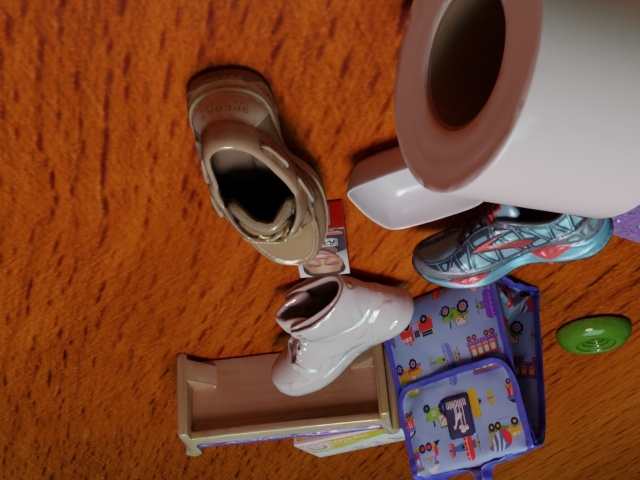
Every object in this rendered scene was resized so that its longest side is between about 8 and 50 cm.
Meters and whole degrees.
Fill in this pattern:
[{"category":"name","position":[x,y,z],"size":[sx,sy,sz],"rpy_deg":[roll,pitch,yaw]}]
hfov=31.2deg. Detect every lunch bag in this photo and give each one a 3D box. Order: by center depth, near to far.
[{"category":"lunch bag","position":[0.224,0.223,1.719],"size":[0.221,0.293,0.138],"rpy_deg":[-25,148,35]}]

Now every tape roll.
[{"category":"tape roll","position":[0.194,-0.149,1.008],"size":[0.169,0.246,0.246],"rpy_deg":[8,151,-23]}]

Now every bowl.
[{"category":"bowl","position":[0.114,-0.072,1.368],"size":[0.142,0.053,0.142],"rpy_deg":[-17,151,24]}]

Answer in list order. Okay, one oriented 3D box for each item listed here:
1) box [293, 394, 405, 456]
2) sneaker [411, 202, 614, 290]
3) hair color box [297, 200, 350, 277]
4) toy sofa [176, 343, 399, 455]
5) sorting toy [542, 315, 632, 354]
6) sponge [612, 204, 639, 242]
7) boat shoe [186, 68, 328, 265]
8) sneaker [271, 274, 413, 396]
[{"category":"box","position":[0.057,0.315,2.086],"size":[0.203,0.114,0.103],"rpy_deg":[-16,152,24]},{"category":"sneaker","position":[0.234,-0.026,1.469],"size":[0.262,0.104,0.125],"rpy_deg":[-17,135,15]},{"category":"hair color box","position":[0.000,0.000,1.508],"size":[0.072,0.043,0.141],"rpy_deg":[-6,155,3]},{"category":"toy sofa","position":[-0.054,0.268,1.928],"size":[0.363,0.150,0.177],"rpy_deg":[-7,153,4]},{"category":"sorting toy","position":[0.444,0.209,1.924],"size":[0.366,0.126,0.127],"rpy_deg":[-14,153,19]},{"category":"sponge","position":[0.466,-0.058,1.485],"size":[0.117,0.031,0.210],"rpy_deg":[15,147,-35]},{"category":"boat shoe","position":[-0.070,-0.048,1.288],"size":[0.122,0.110,0.341],"rpy_deg":[-13,148,11]},{"category":"sneaker","position":[-0.019,0.134,1.726],"size":[0.169,0.108,0.292],"rpy_deg":[19,136,-37]}]
